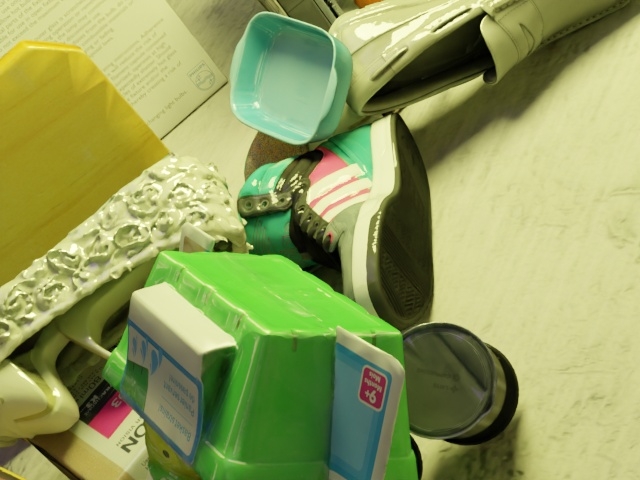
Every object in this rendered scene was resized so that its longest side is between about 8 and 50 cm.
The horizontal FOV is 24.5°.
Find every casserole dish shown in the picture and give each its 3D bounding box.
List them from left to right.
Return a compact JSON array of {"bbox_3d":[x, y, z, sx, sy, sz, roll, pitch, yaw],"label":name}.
[{"bbox_3d":[-0.026,-0.155,1.428,0.188,0.037,0.114,27,105,52],"label":"casserole dish"}]

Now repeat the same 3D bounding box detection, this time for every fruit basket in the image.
[{"bbox_3d":[-0.070,0.195,1.060,0.327,0.165,0.353,32,109,57],"label":"fruit basket"}]

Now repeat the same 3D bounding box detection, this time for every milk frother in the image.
[{"bbox_3d":[0.071,0.134,1.093,0.129,0.135,0.143,9,83,16],"label":"milk frother"}]

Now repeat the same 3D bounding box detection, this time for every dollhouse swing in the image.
[{"bbox_3d":[-0.346,-0.028,1.523,0.305,0.347,0.315,-51,34,-17],"label":"dollhouse swing"}]

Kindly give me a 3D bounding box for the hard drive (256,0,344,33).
[{"bbox_3d":[-0.076,-0.342,1.750,0.064,0.237,0.339,-39,33,1],"label":"hard drive"}]

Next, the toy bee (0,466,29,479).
[{"bbox_3d":[-0.317,0.302,1.266,0.298,0.195,0.162,-43,6,13],"label":"toy bee"}]

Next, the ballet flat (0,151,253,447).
[{"bbox_3d":[-0.228,0.085,1.316,0.409,0.147,0.147,-42,32,-4],"label":"ballet flat"}]

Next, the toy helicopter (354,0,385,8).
[{"bbox_3d":[0.139,-0.426,1.777,0.355,0.140,0.235,-28,23,-3],"label":"toy helicopter"}]

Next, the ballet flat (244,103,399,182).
[{"bbox_3d":[0.048,-0.153,1.519,0.106,0.107,0.316,23,67,47],"label":"ballet flat"}]

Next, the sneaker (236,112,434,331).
[{"bbox_3d":[0.000,0.000,1.347,0.178,0.124,0.295,-21,28,18],"label":"sneaker"}]

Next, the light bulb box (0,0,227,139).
[{"bbox_3d":[-0.355,-0.307,1.869,0.225,0.361,0.358,-42,32,-5],"label":"light bulb box"}]

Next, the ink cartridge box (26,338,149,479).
[{"bbox_3d":[-0.137,0.138,1.352,0.235,0.088,0.193,-49,32,-16],"label":"ink cartridge box"}]

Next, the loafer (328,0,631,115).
[{"bbox_3d":[0.165,-0.200,1.430,0.319,0.112,0.111,-20,55,2],"label":"loafer"}]
